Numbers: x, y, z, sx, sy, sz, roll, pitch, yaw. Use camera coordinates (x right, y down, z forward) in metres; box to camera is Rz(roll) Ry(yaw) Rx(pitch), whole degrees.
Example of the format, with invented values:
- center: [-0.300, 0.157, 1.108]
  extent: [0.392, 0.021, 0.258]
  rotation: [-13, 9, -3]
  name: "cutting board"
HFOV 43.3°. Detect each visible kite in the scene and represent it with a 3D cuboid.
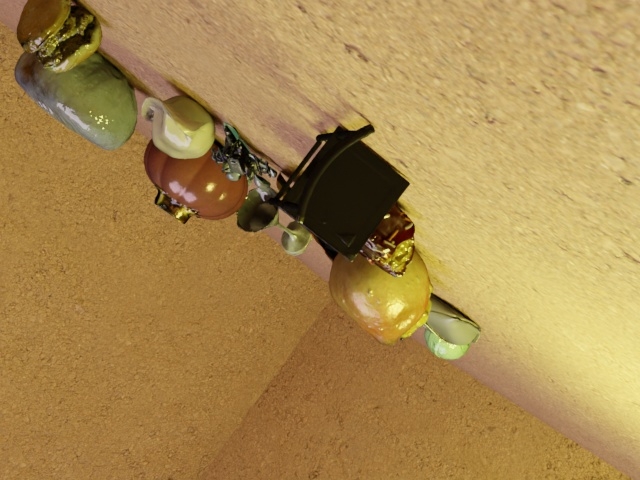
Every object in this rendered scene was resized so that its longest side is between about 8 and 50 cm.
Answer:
- center: [-0.024, -0.047, 1.824]
  extent: [0.327, 0.013, 0.377]
  rotation: [56, -174, 33]
  name: "kite"

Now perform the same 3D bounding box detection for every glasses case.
- center: [0.269, 0.178, 2.113]
  extent: [0.308, 0.083, 0.128]
  rotation: [31, 174, 41]
  name: "glasses case"

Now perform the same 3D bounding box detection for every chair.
- center: [0.030, -0.069, 1.138]
  extent: [0.141, 0.154, 0.260]
  rotation: [37, 178, -13]
  name: "chair"

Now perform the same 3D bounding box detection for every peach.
- center: [0.121, 0.102, 1.647]
  extent: [0.233, 0.232, 0.232]
  rotation: [36, 175, 4]
  name: "peach"

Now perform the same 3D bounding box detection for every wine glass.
- center: [-0.127, -0.050, 2.406]
  extent: [0.156, 0.156, 0.232]
  rotation: [32, 178, 38]
  name: "wine glass"

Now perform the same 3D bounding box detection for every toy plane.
- center: [-0.187, -0.192, 1.814]
  extent: [0.169, 0.078, 0.246]
  rotation: [16, 167, 15]
  name: "toy plane"

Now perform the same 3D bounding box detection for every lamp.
- center: [-0.350, -0.167, 2.203]
  extent: [0.305, 0.239, 0.305]
  rotation: [35, 175, 4]
  name: "lamp"

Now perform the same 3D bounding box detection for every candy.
- center: [0.253, 0.180, 2.276]
  extent: [0.440, 0.119, 0.119]
  rotation: [42, 179, 38]
  name: "candy"

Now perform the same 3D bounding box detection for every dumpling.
- center: [-0.318, -0.255, 1.814]
  extent: [0.162, 0.132, 0.250]
  rotation: [32, 174, 3]
  name: "dumpling"

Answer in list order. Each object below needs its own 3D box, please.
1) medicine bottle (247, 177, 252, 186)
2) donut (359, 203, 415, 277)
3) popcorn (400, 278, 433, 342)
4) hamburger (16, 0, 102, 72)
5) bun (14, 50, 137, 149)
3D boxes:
- center: [-0.273, -0.207, 2.402]
  extent: [0.191, 0.051, 0.051]
  rotation: [30, 172, 46]
  name: "medicine bottle"
- center: [0.078, -0.034, 1.406]
  extent: [0.216, 0.096, 0.230]
  rotation: [36, 176, 31]
  name: "donut"
- center: [0.158, 0.121, 1.856]
  extent: [0.189, 0.169, 0.218]
  rotation: [37, 169, -20]
  name: "popcorn"
- center: [-0.536, -0.420, 1.641]
  extent: [0.185, 0.159, 0.131]
  rotation: [8, 161, 37]
  name: "hamburger"
- center: [-0.644, -0.405, 2.184]
  extent: [0.362, 0.211, 0.362]
  rotation: [34, 177, 2]
  name: "bun"
